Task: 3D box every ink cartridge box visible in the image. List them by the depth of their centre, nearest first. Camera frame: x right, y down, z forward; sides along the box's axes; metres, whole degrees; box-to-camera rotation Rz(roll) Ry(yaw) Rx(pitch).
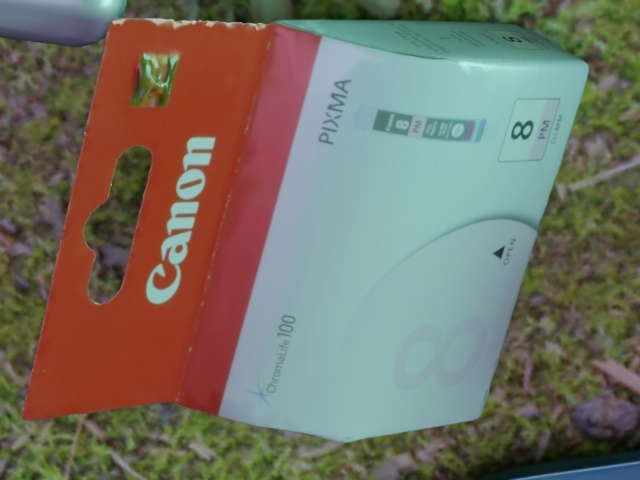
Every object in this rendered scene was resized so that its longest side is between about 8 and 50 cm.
[{"bbox_3d":[0.000,0.000,0.784,0.232,0.066,0.189,-7,121,-44],"label":"ink cartridge box"}]

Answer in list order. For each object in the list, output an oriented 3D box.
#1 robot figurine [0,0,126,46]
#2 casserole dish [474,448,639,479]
[{"bbox_3d":[-0.118,-0.226,0.685,0.353,0.200,0.300,10,98,-3],"label":"robot figurine"},{"bbox_3d":[0.145,0.157,0.921,0.188,0.037,0.114,-9,111,4],"label":"casserole dish"}]
